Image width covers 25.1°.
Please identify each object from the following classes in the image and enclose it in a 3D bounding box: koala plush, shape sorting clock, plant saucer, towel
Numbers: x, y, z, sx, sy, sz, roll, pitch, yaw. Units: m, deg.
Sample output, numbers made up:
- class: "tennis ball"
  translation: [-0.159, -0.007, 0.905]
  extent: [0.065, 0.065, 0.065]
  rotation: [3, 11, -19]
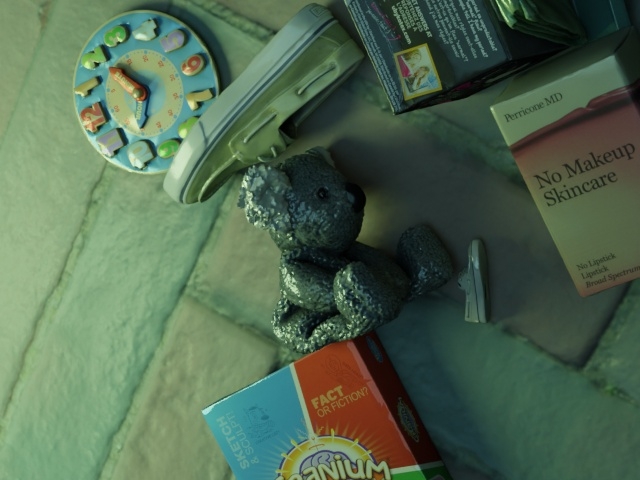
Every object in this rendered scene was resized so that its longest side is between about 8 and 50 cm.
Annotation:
- class: "koala plush"
  translation: [0.000, 0.000, 1.659]
  extent: [0.203, 0.196, 0.221]
  rotation: [-25, 92, 36]
- class: "shape sorting clock"
  translation: [-0.221, -0.185, 1.802]
  extent: [0.206, 0.040, 0.206]
  rotation: [5, 102, 24]
- class: "plant saucer"
  translation: [0.282, -0.297, 1.540]
  extent: [0.067, 0.018, 0.192]
  rotation: [-8, 101, 57]
- class: "towel"
  translation: [0.177, -0.357, 1.465]
  extent: [0.038, 0.248, 0.325]
  rotation: [-25, 82, 24]

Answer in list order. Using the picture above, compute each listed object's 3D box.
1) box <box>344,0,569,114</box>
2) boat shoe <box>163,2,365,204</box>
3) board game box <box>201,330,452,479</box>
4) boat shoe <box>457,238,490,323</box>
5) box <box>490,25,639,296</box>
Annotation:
- class: "box"
  translation: [0.145, -0.241, 1.509]
  extent: [0.142, 0.247, 0.163]
  rotation: [-24, 90, 25]
- class: "boat shoe"
  translation: [-0.071, -0.143, 1.707]
  extent: [0.094, 0.109, 0.302]
  rotation: [45, 111, 9]
- class: "board game box"
  translation: [0.028, 0.294, 1.764]
  extent: [0.242, 0.064, 0.317]
  rotation: [-30, 87, 26]
- class: "boat shoe"
  translation: [0.175, 0.048, 1.669]
  extent: [0.035, 0.035, 0.100]
  rotation: [-1, 106, 22]
- class: "box"
  translation: [0.301, -0.082, 1.511]
  extent: [0.148, 0.127, 0.232]
  rotation: [-23, 102, 27]
